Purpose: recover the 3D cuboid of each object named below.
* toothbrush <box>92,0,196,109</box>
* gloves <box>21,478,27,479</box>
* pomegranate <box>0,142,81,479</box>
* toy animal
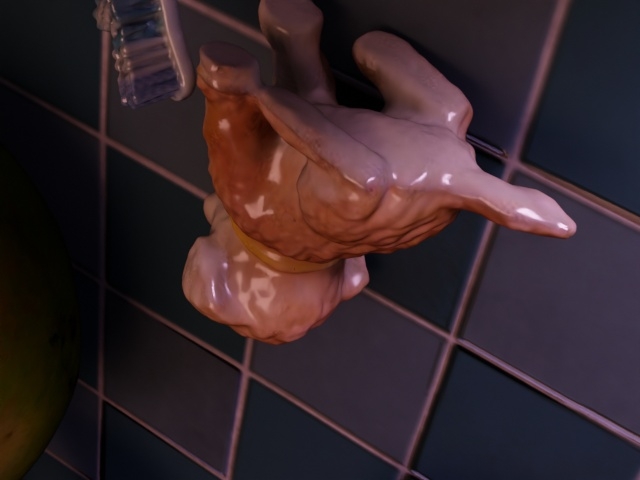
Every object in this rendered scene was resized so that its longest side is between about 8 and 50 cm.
[{"bbox_3d":[-0.124,-0.245,0.496,0.040,0.040,0.386,-8,102,43],"label":"toothbrush"},{"bbox_3d":[-0.242,0.248,0.848,0.154,0.331,0.141,-131,47,-53],"label":"gloves"},{"bbox_3d":[-0.283,0.026,0.765,0.358,0.216,0.310,52,146,44],"label":"pomegranate"},{"bbox_3d":[0.013,0.003,0.561,0.184,0.104,0.185,35,133,15],"label":"toy animal"}]
